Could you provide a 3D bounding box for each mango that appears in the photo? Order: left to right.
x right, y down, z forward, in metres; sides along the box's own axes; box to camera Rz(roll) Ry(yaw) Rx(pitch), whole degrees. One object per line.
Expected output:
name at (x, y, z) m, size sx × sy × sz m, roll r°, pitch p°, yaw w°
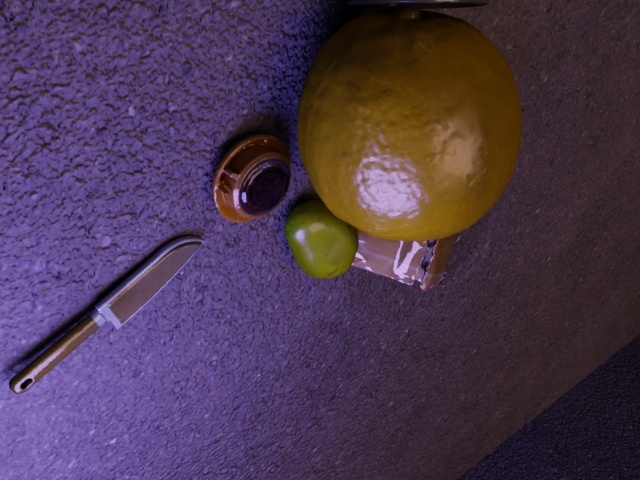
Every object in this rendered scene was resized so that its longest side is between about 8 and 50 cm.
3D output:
mango at (0.006, -0.003, 1.359) m, size 0.117 × 0.089 × 0.163 m, roll -30°, pitch 139°, yaw -8°

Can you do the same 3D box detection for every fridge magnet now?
fridge magnet at (-0.097, -0.089, 1.193) m, size 0.143 × 0.063 × 0.143 m, roll -26°, pitch 134°, yaw -31°

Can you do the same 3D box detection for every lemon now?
lemon at (0.127, -0.166, 1.159) m, size 0.348 × 0.348 × 0.348 m, roll -29°, pitch 139°, yaw -29°

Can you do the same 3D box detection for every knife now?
knife at (-0.299, 0.100, 1.158) m, size 0.343 × 0.027 × 0.061 m, roll -43°, pitch 140°, yaw -18°

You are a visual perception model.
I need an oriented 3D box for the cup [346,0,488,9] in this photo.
cup at (0.135, -0.401, 1.115) m, size 0.199 × 0.199 × 0.150 m, roll -13°, pitch 108°, yaw -42°

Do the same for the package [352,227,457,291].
package at (0.182, -0.077, 1.435) m, size 0.221 × 0.165 × 0.311 m, roll 1°, pitch 118°, yaw -49°
